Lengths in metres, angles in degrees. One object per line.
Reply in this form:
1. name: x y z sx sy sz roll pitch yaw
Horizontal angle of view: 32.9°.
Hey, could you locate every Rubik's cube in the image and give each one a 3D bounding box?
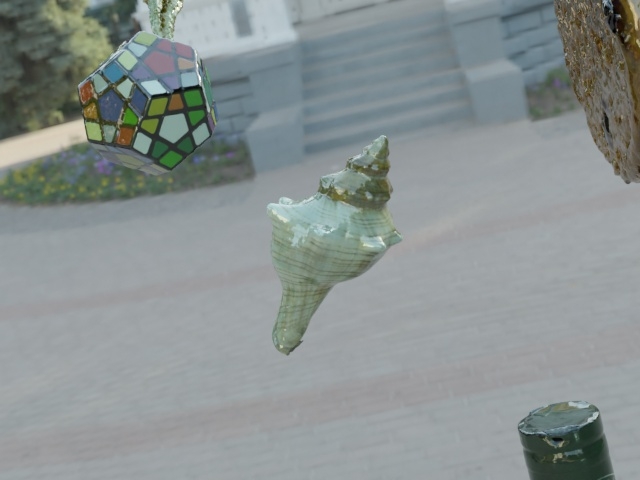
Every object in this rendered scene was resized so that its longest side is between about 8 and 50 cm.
1. Rubik's cube: -0.156 -0.123 0.985 0.133 0.133 0.112 -6 7 30

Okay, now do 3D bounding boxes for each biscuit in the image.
1. biscuit: 0.281 -0.192 1.015 0.075 0.296 0.296 -14 13 5

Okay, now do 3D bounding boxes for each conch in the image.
1. conch: -0.004 -0.010 1.112 0.234 0.137 0.114 -39 -26 12

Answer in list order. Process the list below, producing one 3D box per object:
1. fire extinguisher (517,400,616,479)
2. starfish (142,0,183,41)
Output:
1. fire extinguisher: 0.295 0.346 1.215 0.114 0.311 0.095 -19 8 -27
2. starfish: -0.197 -0.376 1.434 0.357 0.347 0.078 26 -35 -30
